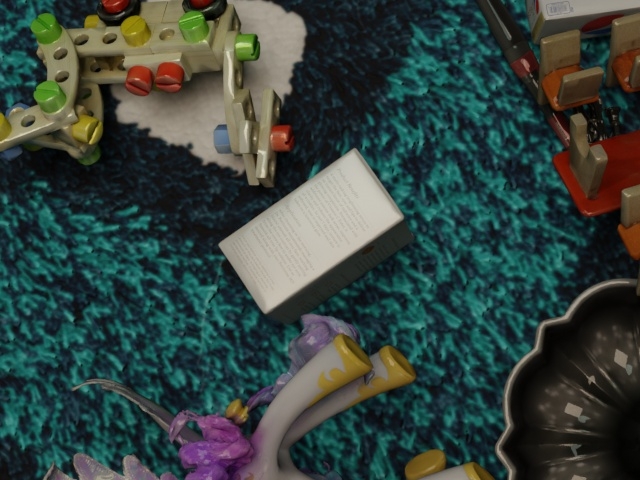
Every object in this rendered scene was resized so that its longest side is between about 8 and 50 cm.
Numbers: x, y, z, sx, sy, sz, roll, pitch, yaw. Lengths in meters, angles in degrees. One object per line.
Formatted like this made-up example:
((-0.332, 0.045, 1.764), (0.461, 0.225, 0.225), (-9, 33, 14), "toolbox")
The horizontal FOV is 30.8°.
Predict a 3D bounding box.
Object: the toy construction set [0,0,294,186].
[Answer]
((-0.185, -0.165, 1.256), (0.327, 0.151, 0.215), (7, 58, 3), "toy construction set")

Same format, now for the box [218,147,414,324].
((0.000, 0.000, 1.210), (0.170, 0.130, 0.091), (-35, 77, 2), "box")

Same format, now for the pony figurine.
((-0.063, 0.237, 1.117), (0.363, 0.303, 0.351), (-41, 103, 15), "pony figurine")

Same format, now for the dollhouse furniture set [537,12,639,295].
((0.359, -0.087, 1.128), (0.259, 0.135, 0.262), (-15, 54, -4), "dollhouse furniture set")

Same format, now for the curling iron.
((0.229, -0.199, 1.253), (0.068, 0.035, 0.274), (-33, 75, -9), "curling iron")

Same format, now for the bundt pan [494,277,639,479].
((0.337, 0.196, 1.126), (0.330, 0.124, 0.331), (-1, 82, 10), "bundt pan")

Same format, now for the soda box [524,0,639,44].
((0.326, -0.260, 1.209), (0.216, 0.074, 0.069), (-7, 78, -1), "soda box")
